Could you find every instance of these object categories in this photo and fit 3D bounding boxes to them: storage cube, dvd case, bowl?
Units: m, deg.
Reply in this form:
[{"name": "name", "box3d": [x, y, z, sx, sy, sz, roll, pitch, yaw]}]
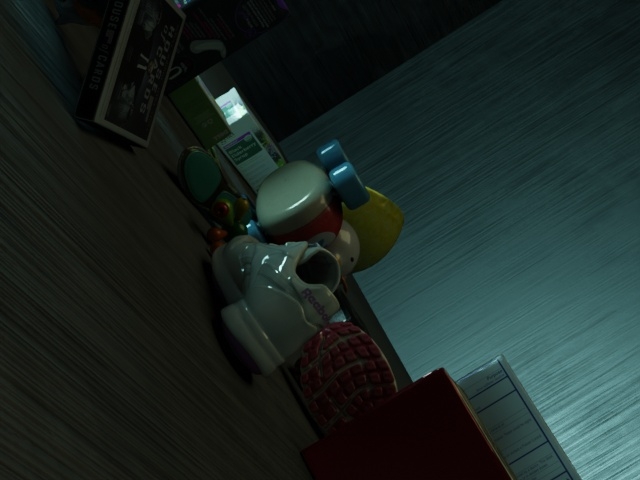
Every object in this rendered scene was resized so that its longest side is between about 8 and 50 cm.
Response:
[{"name": "storage cube", "box3d": [0.121, 0.285, 1.420, 0.215, 0.193, 0.183, 60, 4, 22]}, {"name": "dvd case", "box3d": [-0.216, -0.208, 1.412, 0.029, 0.179, 0.238, 16, -1, 7]}, {"name": "bowl", "box3d": [0.012, -0.003, 2.414, 0.289, 0.289, 0.156, 52, 49, -60]}]

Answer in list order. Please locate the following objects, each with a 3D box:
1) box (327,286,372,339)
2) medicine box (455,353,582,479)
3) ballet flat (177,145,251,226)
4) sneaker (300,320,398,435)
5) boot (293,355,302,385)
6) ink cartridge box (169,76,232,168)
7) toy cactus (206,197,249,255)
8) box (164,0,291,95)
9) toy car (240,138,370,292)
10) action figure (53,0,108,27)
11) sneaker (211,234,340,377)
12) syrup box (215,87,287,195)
[{"name": "box", "box3d": [0.054, 0.179, 2.464, 0.183, 0.059, 0.233, 57, 3, -28]}, {"name": "medicine box", "box3d": [0.274, 0.387, 2.031, 0.149, 0.263, 0.289, 55, 5, -49]}, {"name": "ballet flat", "box3d": [-0.168, -0.077, 1.751, 0.188, 0.070, 0.070, 57, 3, -48]}, {"name": "sneaker", "box3d": [0.062, 0.251, 1.605, 0.112, 0.121, 0.299, 91, -26, -82]}, {"name": "boot", "box3d": [0.021, 0.224, 1.693, 0.158, 0.059, 0.084, 57, -1, 3]}, {"name": "ink cartridge box", "box3d": [-0.222, -0.242, 2.279, 0.209, 0.062, 0.109, 56, 3, -29]}, {"name": "toy cactus", "box3d": [-0.089, 0.022, 1.692, 0.219, 0.112, 0.180, 48, -3, -18]}, {"name": "box", "box3d": [-0.215, -0.406, 2.097, 0.143, 0.270, 0.165, 60, 4, 31]}, {"name": "toy car", "box3d": [0.000, 0.000, 1.994, 0.238, 0.219, 0.210, 57, 4, -26]}, {"name": "action figure", "box3d": [-0.256, -0.361, 1.421, 0.341, 0.330, 0.179, 6, 63, -30]}, {"name": "sneaker", "box3d": [-0.045, 0.057, 1.450, 0.114, 0.152, 0.305, 54, 3, -22]}, {"name": "syrup box", "box3d": [-0.159, -0.207, 2.595, 0.096, 0.093, 0.237, 61, 5, 38]}]
